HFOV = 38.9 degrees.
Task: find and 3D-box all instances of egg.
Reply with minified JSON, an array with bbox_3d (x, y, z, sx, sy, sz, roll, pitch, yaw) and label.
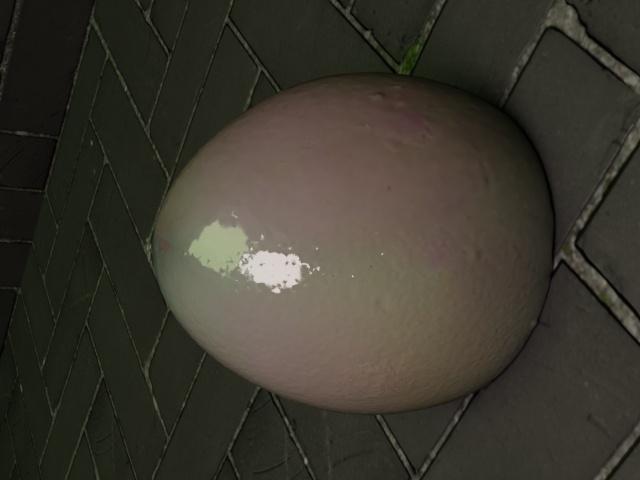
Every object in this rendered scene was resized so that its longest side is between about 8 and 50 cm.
[{"bbox_3d":[0.000,0.000,0.913,0.354,0.339,0.355,-5,84,57],"label":"egg"}]
